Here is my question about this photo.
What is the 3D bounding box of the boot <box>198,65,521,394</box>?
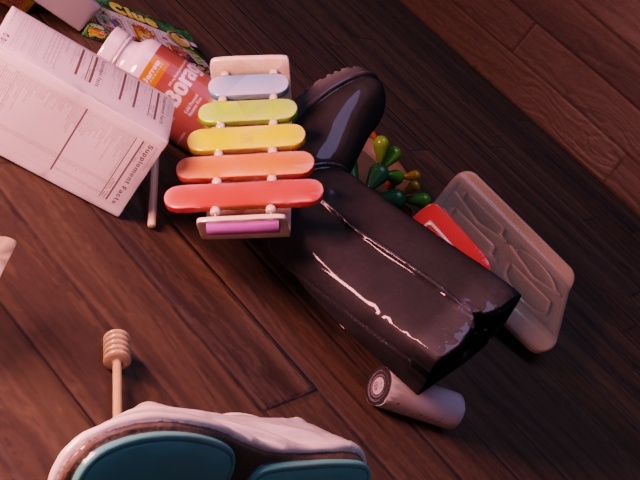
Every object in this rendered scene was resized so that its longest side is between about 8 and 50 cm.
[{"bbox_3d":[0.103,-0.035,1.455,0.445,0.146,0.367,36,61,27],"label":"boot"}]

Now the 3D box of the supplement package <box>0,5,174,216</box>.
[{"bbox_3d":[-0.329,-0.165,1.322,0.244,0.139,0.134,30,26,-20],"label":"supplement package"}]

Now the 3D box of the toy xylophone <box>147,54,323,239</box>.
[{"bbox_3d":[-0.127,-0.115,1.386,0.236,0.081,0.323,-9,52,-3],"label":"toy xylophone"}]

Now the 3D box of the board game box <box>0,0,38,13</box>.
[{"bbox_3d":[-0.527,-0.418,1.545,0.124,0.039,0.259,45,9,7],"label":"board game box"}]

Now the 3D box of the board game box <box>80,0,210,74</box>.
[{"bbox_3d":[-0.326,-0.372,1.831,0.259,0.030,0.136,14,31,-42],"label":"board game box"}]

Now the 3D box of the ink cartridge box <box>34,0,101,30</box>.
[{"bbox_3d":[-0.491,-0.454,1.582,0.165,0.065,0.332,47,6,25],"label":"ink cartridge box"}]

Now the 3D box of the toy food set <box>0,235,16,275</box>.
[{"bbox_3d":[-0.418,0.022,0.969,0.217,0.071,0.128,24,51,-23],"label":"toy food set"}]

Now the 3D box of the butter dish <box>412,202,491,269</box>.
[{"bbox_3d":[0.185,0.052,1.671,0.160,0.160,0.118,51,4,27],"label":"butter dish"}]

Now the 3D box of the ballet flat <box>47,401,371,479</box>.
[{"bbox_3d":[-0.115,0.215,0.985,0.400,0.139,0.139,16,32,-48],"label":"ballet flat"}]

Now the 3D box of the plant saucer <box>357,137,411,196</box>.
[{"bbox_3d":[0.056,-0.162,1.967,0.277,0.041,0.278,31,24,-15],"label":"plant saucer"}]

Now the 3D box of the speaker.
[{"bbox_3d":[0.130,0.214,1.379,0.136,0.055,0.055,22,28,-30],"label":"speaker"}]

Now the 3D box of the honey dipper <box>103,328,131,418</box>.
[{"bbox_3d":[-0.208,0.156,1.052,0.030,0.030,0.161,24,30,-29],"label":"honey dipper"}]

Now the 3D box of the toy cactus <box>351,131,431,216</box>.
[{"bbox_3d":[0.083,-0.099,1.792,0.219,0.112,0.180,40,60,-12],"label":"toy cactus"}]

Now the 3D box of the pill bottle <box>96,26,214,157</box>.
[{"bbox_3d":[-0.245,-0.233,1.579,0.216,0.121,0.121,32,25,-11],"label":"pill bottle"}]

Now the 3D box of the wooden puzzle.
[{"bbox_3d":[0.323,0.041,1.911,0.322,0.080,0.348,44,29,1],"label":"wooden puzzle"}]
